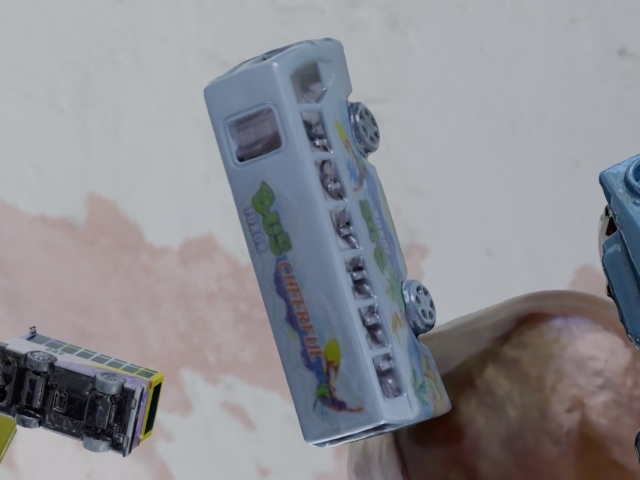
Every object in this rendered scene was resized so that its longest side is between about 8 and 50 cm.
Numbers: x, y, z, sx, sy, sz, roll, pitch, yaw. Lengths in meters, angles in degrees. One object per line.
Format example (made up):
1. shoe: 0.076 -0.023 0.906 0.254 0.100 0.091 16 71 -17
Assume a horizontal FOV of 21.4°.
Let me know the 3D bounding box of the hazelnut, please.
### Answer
1. hazelnut: 0.208 0.224 1.524 0.366 0.366 0.366 20 -57 35

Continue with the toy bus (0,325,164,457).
1. toy bus: -0.154 0.093 1.063 0.102 0.058 0.052 16 -77 14

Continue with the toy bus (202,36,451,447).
1. toy bus: 0.000 0.000 1.369 0.109 0.136 0.330 -20 -96 26

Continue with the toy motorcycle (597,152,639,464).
1. toy motorcycle: 0.298 0.103 1.066 0.232 0.172 0.416 77 -12 -56

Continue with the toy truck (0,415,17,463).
1. toy truck: -0.425 0.261 1.593 0.254 0.405 0.180 28 -29 -10
